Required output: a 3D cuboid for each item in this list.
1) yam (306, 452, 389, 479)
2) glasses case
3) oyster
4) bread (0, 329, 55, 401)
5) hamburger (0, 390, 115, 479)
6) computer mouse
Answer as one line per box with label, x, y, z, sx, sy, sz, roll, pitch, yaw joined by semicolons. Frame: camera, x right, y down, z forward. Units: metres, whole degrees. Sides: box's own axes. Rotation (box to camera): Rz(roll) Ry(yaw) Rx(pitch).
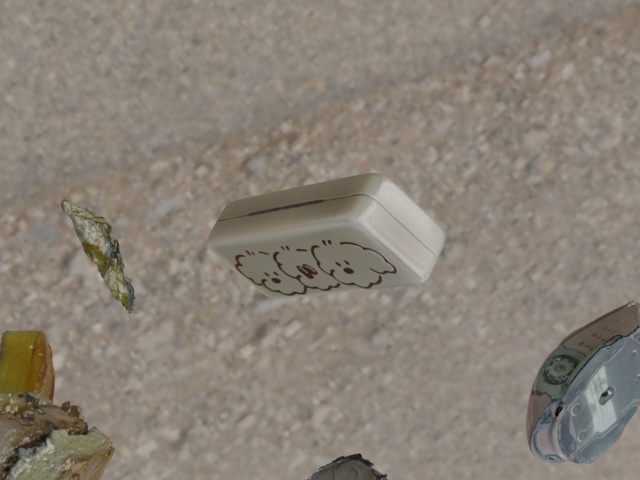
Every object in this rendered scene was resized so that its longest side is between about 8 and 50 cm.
yam;0.101;0.383;1.685;0.131;0.131;0.279;-43;118;9
glasses case;0.000;0.000;1.741;0.144;0.336;0.076;41;62;-26
oyster;-0.240;0.022;1.566;0.045;0.121;0.146;-33;151;-15
bread;-0.452;0.243;2.027;0.094;0.245;0.102;5;143;-2
hamburger;-0.370;0.283;1.634;0.282;0.155;0.245;-49;162;-35
computer mouse;0.453;0.215;2.229;0.389;0.115;0.199;-37;131;-28
